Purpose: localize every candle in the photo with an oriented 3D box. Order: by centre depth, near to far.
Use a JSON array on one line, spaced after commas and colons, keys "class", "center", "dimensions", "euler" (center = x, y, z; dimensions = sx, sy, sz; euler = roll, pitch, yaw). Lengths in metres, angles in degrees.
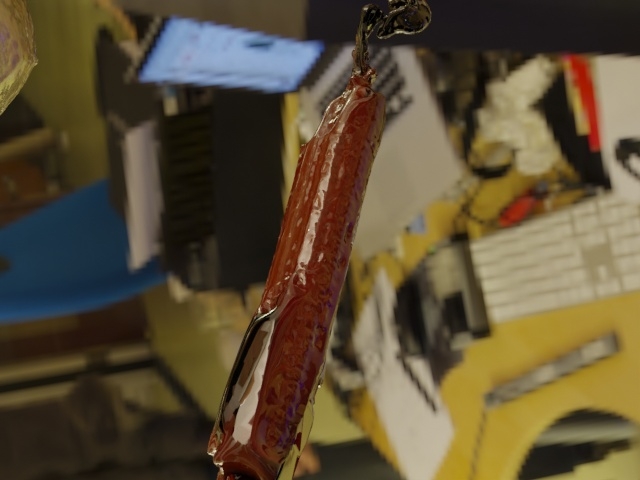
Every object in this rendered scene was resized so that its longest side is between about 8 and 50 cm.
[{"class": "candle", "center": [0.000, -0.001, 0.424], "dimensions": [0.021, 0.026, 0.167], "euler": [-6, 56, 38]}]

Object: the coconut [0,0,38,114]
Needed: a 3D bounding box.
[{"class": "coconut", "center": [-0.279, -0.136, 1.137], "dimensions": [0.194, 0.194, 0.194], "euler": [171, 90, -70]}]
